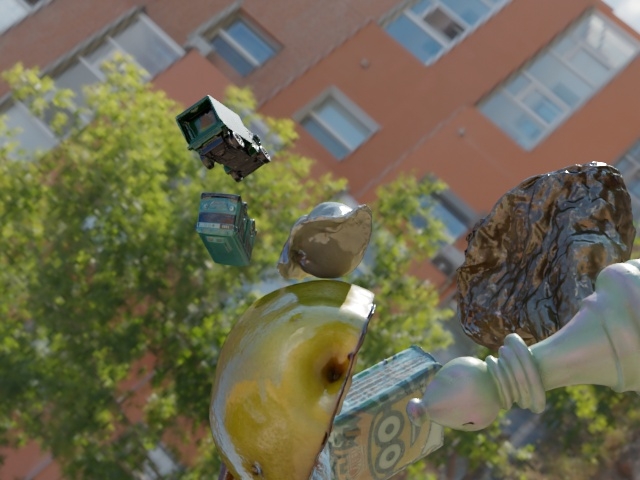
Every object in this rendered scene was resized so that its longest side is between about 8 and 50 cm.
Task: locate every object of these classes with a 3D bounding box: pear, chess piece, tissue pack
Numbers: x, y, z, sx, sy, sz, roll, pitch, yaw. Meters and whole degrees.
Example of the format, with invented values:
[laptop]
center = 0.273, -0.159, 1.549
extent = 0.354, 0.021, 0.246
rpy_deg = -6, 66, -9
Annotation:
[pear]
center = -0.057, 0.205, 1.529
extent = 0.386, 0.192, 0.340
rpy_deg = 98, -168, -65
[chess piece]
center = 0.211, 0.121, 1.021
extent = 0.272, 0.139, 0.139
rpy_deg = -19, -20, -2
[tissue pack]
center = 0.113, 0.383, 2.214
extent = 0.311, 0.128, 0.227
rpy_deg = -23, -56, -31

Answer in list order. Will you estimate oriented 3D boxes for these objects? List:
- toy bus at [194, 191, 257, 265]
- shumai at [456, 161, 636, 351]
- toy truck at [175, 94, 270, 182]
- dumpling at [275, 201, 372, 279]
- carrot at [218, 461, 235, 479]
[toy bus]
center = -0.168, -0.018, 1.901
extent = 0.160, 0.079, 0.091
rpy_deg = 74, -158, -65
[shumai]
center = 0.372, 0.065, 1.579
extent = 0.217, 0.283, 0.346
rpy_deg = 25, -73, -36
[toy truck]
center = -0.133, -0.136, 1.499
extent = 0.065, 0.079, 0.147
rpy_deg = -32, -22, 13
[dumpling]
center = 0.000, 0.000, 1.572
extent = 0.127, 0.108, 0.188
rpy_deg = 4, -33, -29
[carrot]
center = -0.102, 0.273, 1.723
extent = 0.069, 0.069, 0.336
rpy_deg = 106, -173, -57
